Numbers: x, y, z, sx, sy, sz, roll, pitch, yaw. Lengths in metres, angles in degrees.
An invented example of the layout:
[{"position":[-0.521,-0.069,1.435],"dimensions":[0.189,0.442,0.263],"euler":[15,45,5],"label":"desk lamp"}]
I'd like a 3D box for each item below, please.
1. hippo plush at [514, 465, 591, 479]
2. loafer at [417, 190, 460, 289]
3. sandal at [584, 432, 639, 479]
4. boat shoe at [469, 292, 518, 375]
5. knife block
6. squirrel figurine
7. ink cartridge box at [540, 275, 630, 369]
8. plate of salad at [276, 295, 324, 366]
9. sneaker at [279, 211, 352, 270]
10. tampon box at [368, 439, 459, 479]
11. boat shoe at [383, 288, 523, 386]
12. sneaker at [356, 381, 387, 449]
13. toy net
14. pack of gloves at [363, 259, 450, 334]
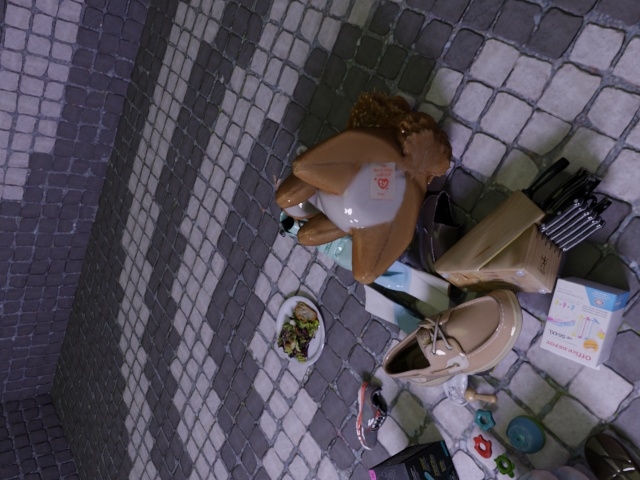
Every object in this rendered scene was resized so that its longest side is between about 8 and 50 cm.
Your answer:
[{"position":[0.360,0.513,0.718],"dimensions":[0.236,0.294,0.234],"euler":[-113,28,-47],"label":"hippo plush"},{"position":[0.253,-0.007,0.982],"dimensions":[0.078,0.080,0.220],"euler":[-34,65,57],"label":"loafer"},{"position":[0.513,0.427,0.760],"dimensions":[0.090,0.060,0.219],"euler":[-44,46,28],"label":"sandal"},{"position":[0.339,0.162,0.921],"dimensions":[0.081,0.069,0.228],"euler":[-125,50,-68],"label":"boat shoe"},{"position":[0.363,-0.029,0.853],"dimensions":[0.276,0.088,0.242],"euler":[-10,51,57],"label":"knife block"},{"position":[0.079,-0.147,1.057],"dimensions":[0.397,0.281,0.370],"euler":[-42,18,-11],"label":"squirrel figurine"},{"position":[0.446,0.143,0.798],"dimensions":[0.092,0.090,0.143],"euler":[18,102,42],"label":"ink cartridge box"},{"position":[-0.067,0.256,1.321],"dimensions":[0.200,0.048,0.200],"euler":[0,90,43],"label":"plate of salad"},{"position":[0.000,0.000,1.189],"dimensions":[0.256,0.151,0.094],"euler":[38,113,36],"label":"sneaker"},{"position":[0.201,0.508,0.981],"dimensions":[0.101,0.161,0.120],"euler":[-33,67,39],"label":"tampon box"},{"position":[0.239,0.199,0.895],"dimensions":[0.341,0.110,0.121],"euler":[124,150,-46],"label":"boat shoe"},{"position":[0.127,0.425,1.127],"dimensions":[0.065,0.061,0.158],"euler":[-5,86,37],"label":"sneaker"},{"position":[0.326,0.348,0.948],"dimensions":[0.232,0.045,0.122],"euler":[44,120,37],"label":"toy net"},{"position":[0.172,0.136,1.044],"dimensions":[0.232,0.046,0.195],"euler":[26,132,41],"label":"pack of gloves"}]
